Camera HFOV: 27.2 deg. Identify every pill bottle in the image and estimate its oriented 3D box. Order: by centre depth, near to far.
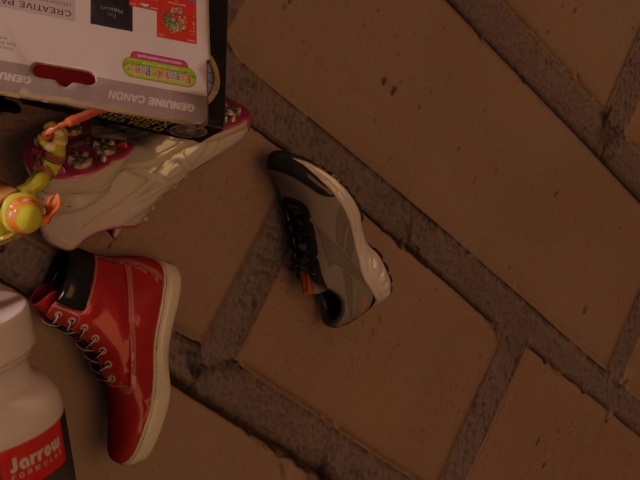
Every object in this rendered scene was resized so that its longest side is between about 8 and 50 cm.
[{"bbox_3d":[-0.358,0.250,1.357,0.210,0.210,0.363,-18,108,-38],"label":"pill bottle"}]

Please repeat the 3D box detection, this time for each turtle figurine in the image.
[{"bbox_3d":[-0.327,-0.040,1.333,0.269,0.217,0.087,-53,126,-22],"label":"turtle figurine"}]

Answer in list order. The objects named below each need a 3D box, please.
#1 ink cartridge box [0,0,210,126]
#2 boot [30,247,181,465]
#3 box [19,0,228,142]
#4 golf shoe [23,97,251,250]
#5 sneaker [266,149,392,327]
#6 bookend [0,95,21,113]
[{"bbox_3d":[-0.269,-0.236,1.266,0.309,0.130,0.272,7,72,-32],"label":"ink cartridge box"},{"bbox_3d":[-0.260,0.133,1.509,0.176,0.088,0.244,10,82,-41],"label":"boot"},{"bbox_3d":[-0.207,-0.259,1.434,0.216,0.060,0.270,11,71,-31],"label":"box"},{"bbox_3d":[-0.209,-0.087,1.519,0.306,0.115,0.140,-22,134,-39],"label":"golf shoe"},{"bbox_3d":[0.000,0.000,1.703,0.108,0.100,0.271,-41,121,-22],"label":"sneaker"},{"bbox_3d":[-0.382,-0.220,1.355,0.157,0.072,0.156,9,90,-42],"label":"bookend"}]
